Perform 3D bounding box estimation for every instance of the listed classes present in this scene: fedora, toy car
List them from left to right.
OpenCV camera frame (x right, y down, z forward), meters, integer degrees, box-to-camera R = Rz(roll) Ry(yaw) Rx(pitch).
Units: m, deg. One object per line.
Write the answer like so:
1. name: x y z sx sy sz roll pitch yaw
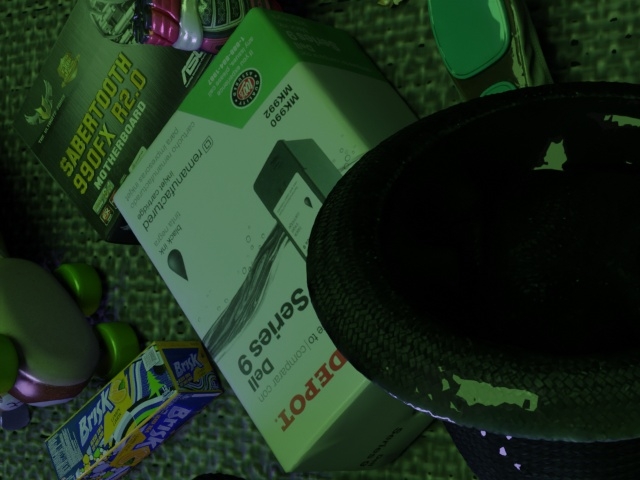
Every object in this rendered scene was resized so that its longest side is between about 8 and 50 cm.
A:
1. toy car: -0.284 0.124 1.235 0.149 0.155 0.188 53 127 30
2. fedora: 0.149 0.041 0.790 0.334 0.334 0.153 25 134 38

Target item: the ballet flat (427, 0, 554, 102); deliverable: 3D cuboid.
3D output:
1. ballet flat: 0.132 -0.116 0.957 0.072 0.068 0.213 -25 78 40

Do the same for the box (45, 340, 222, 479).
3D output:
1. box: -0.165 0.154 1.184 0.169 0.059 0.054 -41 63 29

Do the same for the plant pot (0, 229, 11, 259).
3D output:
1. plant pot: -0.454 -0.043 1.336 0.275 0.274 0.294 -44 46 28

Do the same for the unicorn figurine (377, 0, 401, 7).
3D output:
1. unicorn figurine: 0.024 -0.250 1.077 0.161 0.060 0.111 18 97 23

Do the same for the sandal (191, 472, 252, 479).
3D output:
1. sandal: 0.051 0.291 0.923 0.445 0.167 0.107 27 99 37

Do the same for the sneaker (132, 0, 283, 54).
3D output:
1. sneaker: -0.084 -0.276 1.125 0.121 0.112 0.299 123 154 -60

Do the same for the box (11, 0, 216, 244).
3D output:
1. box: -0.167 -0.141 1.218 0.183 0.056 0.231 47 114 32

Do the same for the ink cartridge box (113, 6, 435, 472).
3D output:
1. ink cartridge box: 0.000 0.000 1.023 0.211 0.121 0.289 -51 58 23
